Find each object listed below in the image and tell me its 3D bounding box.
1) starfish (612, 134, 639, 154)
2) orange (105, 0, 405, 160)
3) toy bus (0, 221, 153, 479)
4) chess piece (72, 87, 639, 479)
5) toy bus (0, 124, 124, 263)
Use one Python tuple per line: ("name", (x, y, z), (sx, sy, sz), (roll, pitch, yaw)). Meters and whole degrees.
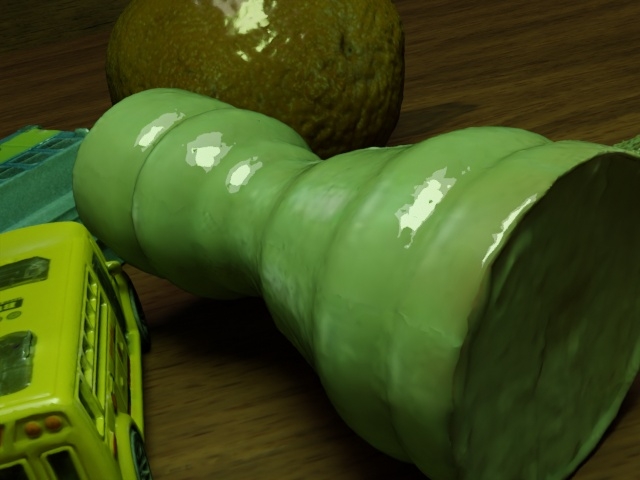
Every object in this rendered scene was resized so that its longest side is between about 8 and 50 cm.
("starfish", (0.380, -0.069, 0.777), (0.358, 0.078, 0.347), (-28, 33, -29))
("orange", (-0.081, -0.189, 0.937), (0.357, 0.322, 0.322), (5, 30, 47))
("toy bus", (-0.214, 0.091, 0.603), (0.144, 0.152, 0.330), (-16, 27, -7))
("chess piece", (0.000, 0.000, 0.602), (0.234, 0.234, 0.442), (-31, 34, -33))
("toy bus", (-0.346, -0.002, 0.841), (0.190, 0.152, 0.312), (6, 32, 33))
